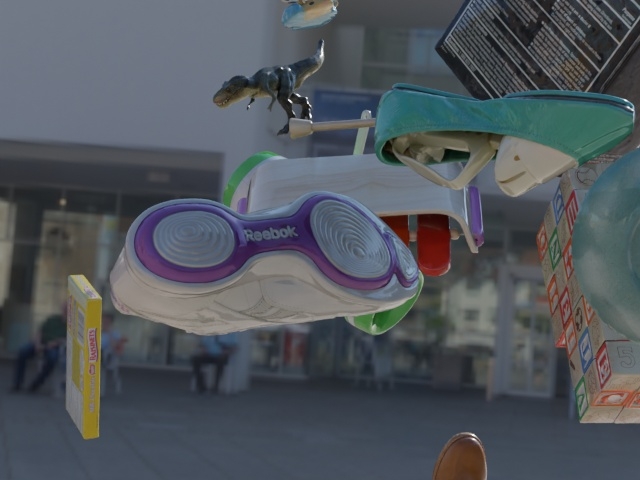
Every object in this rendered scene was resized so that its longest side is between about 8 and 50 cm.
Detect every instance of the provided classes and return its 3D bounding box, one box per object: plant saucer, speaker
[{"bbox_3d":[0.319,0.008,1.098,0.195,0.195,0.037,3,9,10],"label":"plant saucer"},{"bbox_3d":[0.000,0.000,1.741,0.296,0.131,0.131,40,12,26],"label":"speaker"}]

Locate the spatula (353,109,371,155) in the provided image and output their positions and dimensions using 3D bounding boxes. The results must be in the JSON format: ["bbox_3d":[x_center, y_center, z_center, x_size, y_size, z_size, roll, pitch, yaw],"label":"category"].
[{"bbox_3d":[0.075,-0.054,1.784,0.019,0.242,0.168,-13,39,-34],"label":"spatula"}]

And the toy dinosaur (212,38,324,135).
[{"bbox_3d":[-0.056,-0.242,2.054,0.064,0.118,0.268,-7,17,44],"label":"toy dinosaur"}]

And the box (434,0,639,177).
[{"bbox_3d":[0.363,-0.288,1.761,0.183,0.296,0.294,0,-45,-39],"label":"box"}]

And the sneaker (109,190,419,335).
[{"bbox_3d":[-0.054,0.027,1.183,0.305,0.114,0.152,4,-29,-26],"label":"sneaker"}]

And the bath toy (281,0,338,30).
[{"bbox_3d":[-0.083,-0.560,2.335,0.129,0.348,0.151,-15,-15,-32],"label":"bath toy"}]

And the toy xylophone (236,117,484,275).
[{"bbox_3d":[0.049,-0.061,1.587,0.323,0.236,0.081,3,-47,11],"label":"toy xylophone"}]

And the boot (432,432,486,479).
[{"bbox_3d":[0.261,0.500,2.238,0.109,0.283,0.220,16,1,-10],"label":"boot"}]

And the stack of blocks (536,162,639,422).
[{"bbox_3d":[0.348,0.072,1.540,0.087,0.297,0.171,0,-34,-6],"label":"stack of blocks"}]

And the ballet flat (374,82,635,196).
[{"bbox_3d":[0.146,-0.079,1.050,0.247,0.087,0.083,9,-14,40],"label":"ballet flat"}]

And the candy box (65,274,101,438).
[{"bbox_3d":[-0.330,0.161,1.741,0.027,0.206,0.105,-3,18,-23],"label":"candy box"}]
